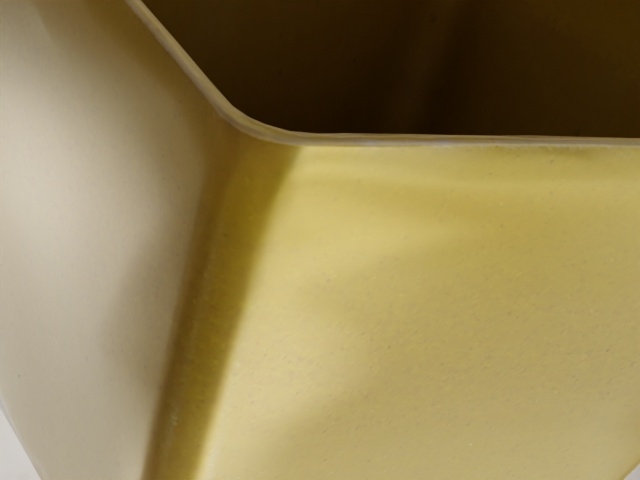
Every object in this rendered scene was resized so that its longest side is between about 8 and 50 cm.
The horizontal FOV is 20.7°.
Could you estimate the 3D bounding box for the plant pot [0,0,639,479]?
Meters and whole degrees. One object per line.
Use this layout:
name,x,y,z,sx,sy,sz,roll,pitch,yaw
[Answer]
plant pot,0.000,0.000,0.539,0.212,0.212,0.187,48,-50,46
